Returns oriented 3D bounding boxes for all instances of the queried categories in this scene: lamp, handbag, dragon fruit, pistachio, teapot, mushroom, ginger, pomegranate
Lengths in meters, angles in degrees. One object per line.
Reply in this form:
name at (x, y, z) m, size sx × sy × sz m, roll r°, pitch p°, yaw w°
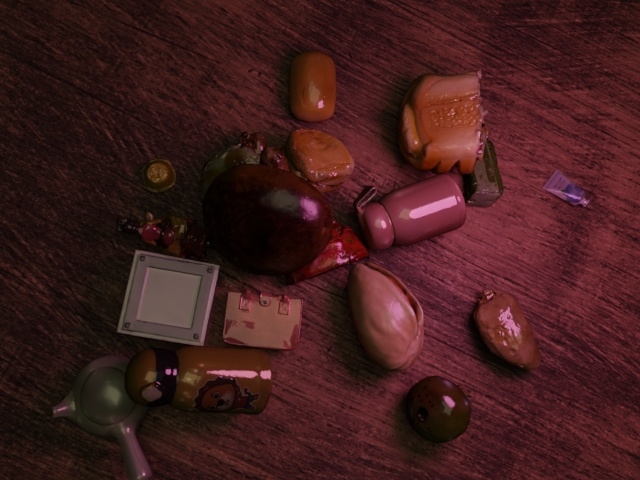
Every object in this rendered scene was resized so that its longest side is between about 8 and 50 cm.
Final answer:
lamp at (-0.427, -0.017, 1.657) m, size 0.253 × 0.118 × 0.118 m, roll 12°, pitch 77°, yaw -6°
handbag at (-0.161, 0.220, 1.676) m, size 0.213 × 0.059 × 0.157 m, roll 8°, pitch 78°, yaw -7°
dragon fruit at (0.000, 0.000, 1.709) m, size 0.262 × 0.134 × 0.211 m, roll -24°, pitch 80°, yaw -13°
pistachio at (0.175, 0.207, 1.673) m, size 0.193 × 0.214 × 0.318 m, roll -3°, pitch 62°, yaw -53°
teapot at (-0.500, 0.438, 1.531) m, size 0.318 × 0.149 × 0.220 m, roll 39°, pitch 77°, yaw 1°
mushroom at (-0.148, -0.049, 1.574) m, size 0.239 × 0.345 × 0.345 m, roll -24°, pitch 82°, yaw -45°
ginger at (0.536, 0.262, 1.740) m, size 0.138 × 0.152 × 0.267 m, roll -30°, pitch 89°, yaw 16°
pomegranate at (0.342, 0.466, 1.652) m, size 0.211 × 0.179 × 0.179 m, roll 10°, pitch 77°, yaw -19°

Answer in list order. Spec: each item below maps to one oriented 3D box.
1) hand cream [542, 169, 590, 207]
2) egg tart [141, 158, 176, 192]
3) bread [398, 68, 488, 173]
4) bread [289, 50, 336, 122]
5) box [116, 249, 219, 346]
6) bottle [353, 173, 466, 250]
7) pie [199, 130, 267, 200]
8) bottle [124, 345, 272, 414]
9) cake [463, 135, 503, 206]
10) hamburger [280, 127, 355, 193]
hand cream at (0.788, -0.156, 1.911) m, size 0.142 × 0.053 × 0.084 m, roll 39°, pitch 76°, yaw 11°
egg tart at (-0.464, -0.188, 1.723) m, size 0.105 × 0.039 × 0.105 m, roll 1°, pitch 79°, yaw -7°
bread at (0.364, -0.338, 1.800) m, size 0.270 × 0.211 × 0.315 m, roll -5°, pitch 71°, yaw 14°
bread at (-0.022, -0.469, 1.821) m, size 0.147 × 0.098 × 0.217 m, roll -1°, pitch 78°, yaw -6°
box at (-0.403, 0.158, 1.620) m, size 0.225 × 0.117 × 0.224 m, roll 10°, pitch 77°, yaw -7°
bottle at (0.250, -0.089, 1.742) m, size 0.297 × 0.173 × 0.206 m, roll -19°, pitch 106°, yaw -10°
pie at (-0.218, -0.153, 1.732) m, size 0.257 × 0.105 × 0.274 m, roll -32°, pitch 84°, yaw 1°
bottle at (-0.312, 0.352, 1.518) m, size 0.351 × 0.171 × 0.171 m, roll 8°, pitch 77°, yaw -26°
cake at (0.495, -0.214, 1.883) m, size 0.100 × 0.099 × 0.235 m, roll 4°, pitch 57°, yaw -8°
hamburger at (-0.008, -0.229, 1.731) m, size 0.214 × 0.108 × 0.213 m, roll 22°, pitch 45°, yaw -23°
